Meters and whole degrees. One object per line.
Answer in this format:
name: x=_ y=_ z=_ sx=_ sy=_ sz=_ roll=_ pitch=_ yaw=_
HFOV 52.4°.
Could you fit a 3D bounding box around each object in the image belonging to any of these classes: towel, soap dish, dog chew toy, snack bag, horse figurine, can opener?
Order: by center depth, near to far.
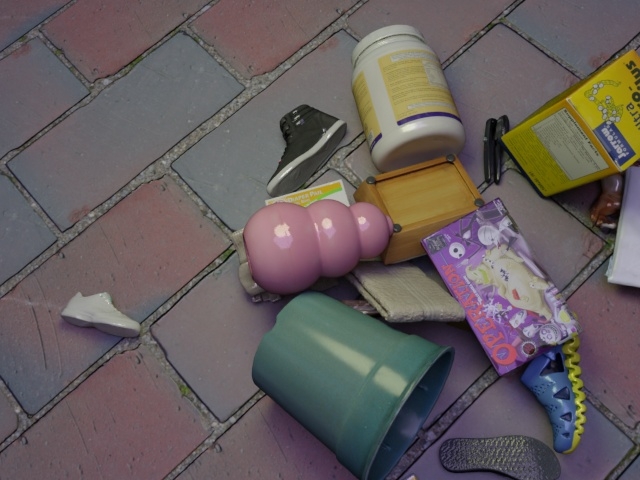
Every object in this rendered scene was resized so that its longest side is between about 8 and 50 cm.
dog chew toy: x=0.000 y=0.000 z=1.447 sx=0.332 sy=0.206 sz=0.206 roll=-13 pitch=67 yaw=-10
towel: x=0.179 y=0.115 z=1.478 sx=0.187 sy=0.282 sz=0.049 roll=1 pitch=111 yaw=-20
snack bag: x=0.857 y=-0.025 z=1.490 sx=0.343 sy=0.037 sz=0.323 roll=10 pitch=75 yaw=23
soap dish: x=0.252 y=-0.084 z=1.591 sx=0.291 sy=0.118 sz=0.229 roll=-17 pitch=55 yaw=-7
horse figurine: x=0.760 y=-0.138 z=1.624 sx=0.174 sy=0.066 sz=0.263 roll=7 pitch=75 yaw=5
can opener: x=0.450 y=-0.237 z=1.699 sx=0.059 sy=0.073 sz=0.186 roll=11 pitch=79 yaw=1

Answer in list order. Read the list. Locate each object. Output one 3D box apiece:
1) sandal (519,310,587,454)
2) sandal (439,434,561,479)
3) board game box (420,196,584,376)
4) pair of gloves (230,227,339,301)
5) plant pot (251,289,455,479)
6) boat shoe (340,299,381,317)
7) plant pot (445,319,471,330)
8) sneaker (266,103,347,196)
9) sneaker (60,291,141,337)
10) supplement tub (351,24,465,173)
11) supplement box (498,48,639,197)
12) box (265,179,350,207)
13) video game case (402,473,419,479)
sandal: x=0.510 y=0.312 z=1.446 sx=0.138 sy=0.126 sz=0.317 roll=-1 pitch=60 yaw=9
sandal: x=0.392 y=0.476 z=1.427 sx=0.255 sy=0.054 sz=0.097 roll=3 pitch=61 yaw=17
board game box: x=0.397 y=0.099 z=1.447 sx=0.208 sy=0.056 sz=0.347 roll=-31 pitch=75 yaw=6
pair of gloves: x=-0.085 y=0.050 z=1.574 sx=0.240 sy=0.042 sz=0.204 roll=-11 pitch=111 yaw=-1
plant pot: x=0.055 y=0.293 z=1.395 sx=0.334 sy=0.341 sz=0.341 roll=29 pitch=73 yaw=24
boat shoe: x=0.128 y=0.154 z=1.568 sx=0.170 sy=0.063 sz=0.059 roll=-8 pitch=74 yaw=3
plant pot: x=0.356 y=0.172 z=1.533 sx=0.083 sy=0.081 sz=0.081 roll=25 pitch=72 yaw=3
sneaker: x=-0.075 y=-0.244 z=1.730 sx=0.147 sy=0.104 sz=0.296 roll=35 pitch=69 yaw=19
sneaker: x=-0.536 y=0.176 z=1.619 sx=0.212 sy=0.080 sz=0.094 roll=13 pitch=58 yaw=12
supplement tub: x=0.214 y=-0.355 z=1.668 sx=0.241 sy=0.241 sz=0.331 roll=-13 pitch=68 yaw=0
supplement box: x=0.607 y=-0.253 z=1.506 sx=0.195 sy=0.356 sz=0.194 roll=-37 pitch=91 yaw=-9
box: x=-0.026 y=-0.061 z=1.641 sx=0.203 sy=0.114 sz=0.103 roll=-16 pitch=68 yaw=0
video game case: x=0.165 y=0.651 z=1.386 sx=0.227 sy=0.026 sz=0.206 roll=-32 pitch=69 yaw=-6
